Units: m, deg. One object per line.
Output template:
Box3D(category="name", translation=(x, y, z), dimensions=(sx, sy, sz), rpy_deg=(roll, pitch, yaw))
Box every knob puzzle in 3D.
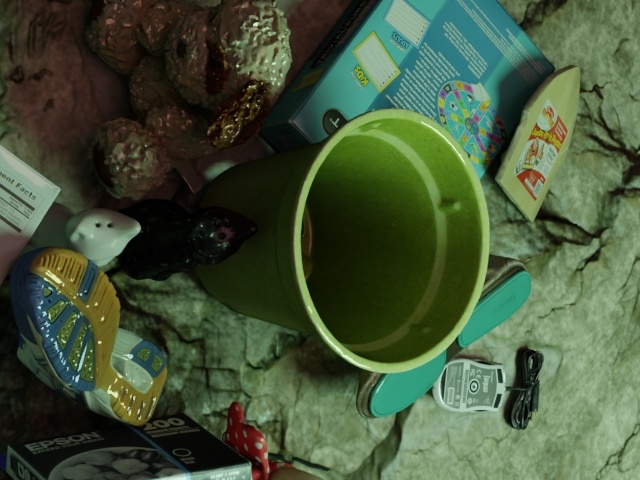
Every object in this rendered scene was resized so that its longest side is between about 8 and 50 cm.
Box3D(category="knob puzzle", translation=(0.280, -0.139, 1.922), dimensions=(0.213, 0.030, 0.213), rpy_deg=(-41, 143, -41))

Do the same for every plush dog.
Box3D(category="plush dog", translation=(-0.116, -0.176, 1.607), dimensions=(0.211, 0.225, 0.262), rpy_deg=(11, 68, -38))

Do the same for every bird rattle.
Box3D(category="bird rattle", translation=(-0.019, 0.292, 1.649), dimensions=(0.143, 0.207, 0.253), rpy_deg=(-51, 140, -38))

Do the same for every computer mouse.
Box3D(category="computer mouse", translation=(0.205, 0.183, 1.906), dimensions=(0.193, 0.042, 0.106), rpy_deg=(10, 86, -37))

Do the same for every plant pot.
Box3D(category="plant pot", translation=(0.000, 0.000, 1.652), dimensions=(0.276, 0.254, 0.276), rpy_deg=(0, 90, -40))

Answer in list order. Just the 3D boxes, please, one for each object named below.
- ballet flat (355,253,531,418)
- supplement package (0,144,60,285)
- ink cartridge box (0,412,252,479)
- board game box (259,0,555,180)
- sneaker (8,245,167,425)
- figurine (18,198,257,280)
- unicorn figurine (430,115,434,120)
Box3D(category="ballet flat", translation=(0.126, 0.109, 1.824), dimensions=(0.316, 0.106, 0.107), rpy_deg=(-32, 136, -36))
Box3D(category="supplement package", translation=(-0.424, 0.011, 1.426), dimensions=(0.198, 0.199, 0.262), rpy_deg=(38, 68, -25))
Box3D(category="ink cartridge box", translation=(-0.208, 0.226, 1.542), dimensions=(0.206, 0.208, 0.045), rpy_deg=(-6, 106, -33))
Box3D(category="board game box", translation=(0.113, -0.177, 1.848), dimensions=(0.254, 0.079, 0.336), rpy_deg=(45, 65, -22))
Box3D(category="sneaker", translation=(-0.263, 0.099, 1.497), dimensions=(0.296, 0.131, 0.112), rpy_deg=(68, 41, -55))
Box3D(category="figurine", translation=(-0.201, -0.004, 1.562), dimensions=(0.215, 0.209, 0.092), rpy_deg=(-1, 87, -32))
Box3D(category="unicorn figurine", translation=(0.134, -0.059, 1.779), dimensions=(0.162, 0.060, 0.111), rpy_deg=(40, 66, -42))
